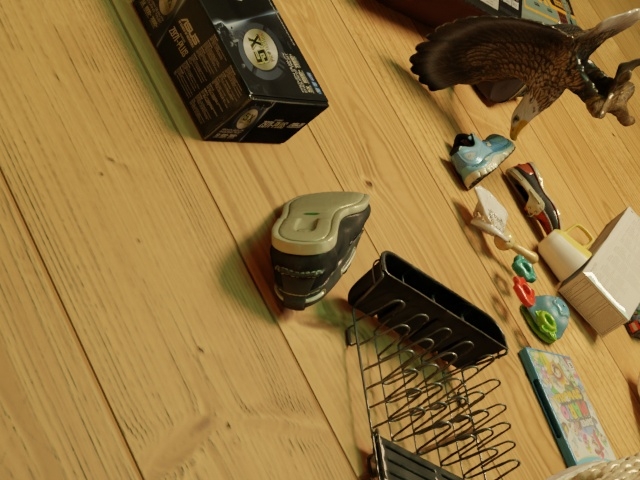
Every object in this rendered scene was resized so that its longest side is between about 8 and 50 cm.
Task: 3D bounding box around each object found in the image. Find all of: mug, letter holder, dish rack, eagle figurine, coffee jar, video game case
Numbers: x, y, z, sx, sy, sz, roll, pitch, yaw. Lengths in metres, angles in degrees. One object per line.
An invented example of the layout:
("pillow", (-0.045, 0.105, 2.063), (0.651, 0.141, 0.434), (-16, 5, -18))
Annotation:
("mug", (0.359, 0.015, 1.640), (0.064, 0.062, 0.078), (47, 45, 5))
("letter holder", (0.159, -0.429, 1.764), (0.302, 0.214, 0.152), (10, 82, -52))
("dish rack", (0.120, 0.164, 1.112), (0.208, 0.074, 0.271), (31, 36, -34))
("eagle figurine", (0.311, -0.258, 1.643), (0.298, 0.225, 0.226), (32, -24, 25))
("coffee jar", (0.329, -0.287, 1.884), (0.079, 0.096, 0.184), (50, 27, 9))
("video game case", (0.316, 0.216, 1.404), (0.119, 0.015, 0.166), (17, 46, -48))

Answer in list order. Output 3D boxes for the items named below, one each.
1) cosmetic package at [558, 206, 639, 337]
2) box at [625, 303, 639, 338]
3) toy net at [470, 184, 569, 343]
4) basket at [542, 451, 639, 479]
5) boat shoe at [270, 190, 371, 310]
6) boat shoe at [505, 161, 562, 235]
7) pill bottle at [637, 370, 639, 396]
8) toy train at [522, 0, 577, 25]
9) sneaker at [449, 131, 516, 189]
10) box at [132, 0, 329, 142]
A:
("cosmetic package", (0.449, 0.044, 1.688), (0.099, 0.060, 0.239), (49, 41, 2))
("box", (0.550, 0.095, 1.851), (0.233, 0.044, 0.159), (16, 46, -48))
("toy net", (0.252, 0.034, 1.483), (0.122, 0.045, 0.232), (-12, 68, -57))
("basket", (0.353, 0.355, 1.017), (0.328, 0.266, 0.331), (-1, 69, -57))
("boat shoe", (0.000, 0.000, 1.133), (0.233, 0.084, 0.079), (-53, 143, -67))
("boat shoe", (0.327, -0.057, 1.691), (0.043, 0.049, 0.137), (-15, 68, -15))
("pill bottle", (0.601, 0.265, 1.621), (0.283, 0.161, 0.161), (39, 32, -24))
("toy train", (0.374, -0.461, 2.111), (0.334, 0.142, 0.190), (6, 64, -54))
("sneaker", (0.231, -0.134, 1.611), (0.073, 0.063, 0.162), (50, 28, 0))
("box", (-0.094, -0.199, 1.185), (0.147, 0.077, 0.180), (-4, 63, -57))
